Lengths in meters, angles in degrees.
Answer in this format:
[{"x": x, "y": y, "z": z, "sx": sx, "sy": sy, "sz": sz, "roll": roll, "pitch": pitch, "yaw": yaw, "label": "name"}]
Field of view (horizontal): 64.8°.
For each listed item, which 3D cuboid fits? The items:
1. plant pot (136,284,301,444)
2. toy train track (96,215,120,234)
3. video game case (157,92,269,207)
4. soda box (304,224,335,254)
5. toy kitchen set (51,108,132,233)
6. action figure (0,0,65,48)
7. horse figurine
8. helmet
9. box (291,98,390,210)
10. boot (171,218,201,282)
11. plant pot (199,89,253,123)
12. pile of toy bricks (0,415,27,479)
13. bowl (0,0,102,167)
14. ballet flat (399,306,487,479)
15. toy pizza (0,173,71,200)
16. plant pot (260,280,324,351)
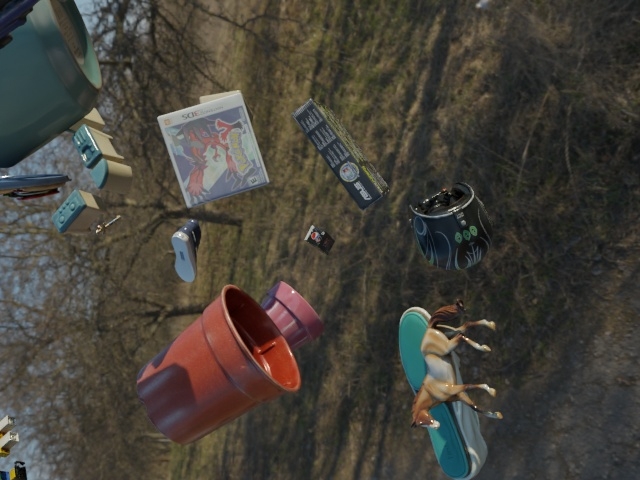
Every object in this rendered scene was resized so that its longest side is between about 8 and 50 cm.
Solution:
[{"x": -0.228, "y": 0.281, "z": 1.093, "sx": 0.265, "sy": 0.272, "sz": 0.272, "roll": -36, "pitch": 30, "yaw": 5, "label": "plant pot"}, {"x": -0.588, "y": -0.045, "z": 1.389, "sx": 0.083, "sy": 0.014, "sz": 0.048, "roll": -47, "pitch": -10, "yaw": -41, "label": "toy train track"}, {"x": -0.225, "y": -0.190, "z": 1.069, "sx": 0.023, "sy": 0.184, "sz": 0.201, "roll": -134, "pitch": 26, "yaw": -83, "label": "video game case"}, {"x": 0.000, "y": 0.000, "z": 1.678, "sx": 0.060, "sy": 0.053, "sz": 0.169, "roll": -63, "pitch": -15, "yaw": -5, "label": "soda box"}, {"x": -0.482, "y": -0.142, "z": 0.952, "sx": 0.166, "sy": 0.122, "sz": 0.207, "roll": -42, "pitch": 68, "yaw": 16, "label": "toy kitchen set"}, {"x": -0.234, "y": -0.304, "z": 0.417, "sx": 0.341, "sy": 0.178, "sz": 0.330, "roll": -29, "pitch": 16, "yaw": 21, "label": "action figure"}, {"x": 0.255, "y": 0.242, "z": 0.985, "sx": 0.175, "sy": 0.066, "sz": 0.263, "roll": -6, "pitch": 89, "yaw": 38, "label": "horse figurine"}, {"x": 0.267, "y": -0.018, "z": 1.019, "sx": 0.161, "sy": 0.170, "sz": 0.169, "roll": 65, "pitch": 177, "yaw": -28, "label": "helmet"}, {"x": 0.058, "y": -0.204, "z": 1.205, "sx": 0.060, "sy": 0.270, "sz": 0.216, "roll": -37, "pitch": 1, "yaw": 16, "label": "box"}, {"x": -0.370, "y": 0.032, "z": 1.445, "sx": 0.189, "sy": 0.069, "sz": 0.086, "roll": 99, "pitch": -164, "yaw": -44, "label": "boot"}, {"x": -0.238, "y": -0.300, "z": 1.279, "sx": 0.109, "sy": 0.109, "sz": 0.096, "roll": 62, "pitch": -157, "yaw": -65, "label": "plant pot"}, {"x": -0.491, "y": 0.347, "z": 0.698, "sx": 0.105, "sy": 0.118, "sz": 0.212, "roll": -42, "pitch": 48, "yaw": 0, "label": "pile of toy bricks"}, {"x": -0.417, "y": -0.271, "z": 0.689, "sx": 0.311, "sy": 0.163, "sz": 0.311, "roll": 162, "pitch": 90, "yaw": -85, "label": "bowl"}, {"x": 0.294, "y": 0.352, "z": 1.204, "sx": 0.139, "sy": 0.139, "sz": 0.399, "roll": 137, "pitch": 120, "yaw": -62, "label": "ballet flat"}, {"x": -0.470, "y": -0.073, "z": 0.730, "sx": 0.201, "sy": 0.202, "sz": 0.032, "roll": -148, "pitch": 53, "yaw": -70, "label": "toy pizza"}, {"x": -0.119, "y": 0.248, "z": 1.453, "sx": 0.180, "sy": 0.201, "sz": 0.201, "roll": -42, "pitch": 8, "yaw": -19, "label": "plant pot"}]
